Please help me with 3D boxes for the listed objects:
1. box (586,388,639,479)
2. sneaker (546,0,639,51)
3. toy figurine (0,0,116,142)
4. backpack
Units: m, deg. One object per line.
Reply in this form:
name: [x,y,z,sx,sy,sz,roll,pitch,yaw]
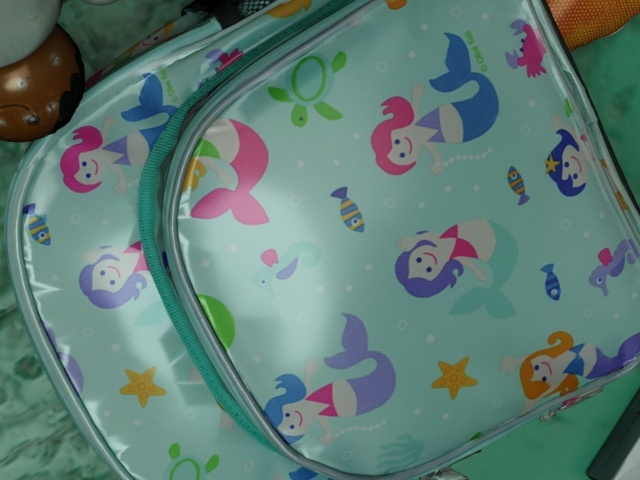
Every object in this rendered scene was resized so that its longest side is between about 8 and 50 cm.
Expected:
box: [0.246,0.108,0.736,0.186,0.038,0.145,35,85,-8]
sneaker: [0.162,-0.150,0.711,0.175,0.067,0.064,-36,96,-6]
toy figurine: [-0.121,-0.154,0.568,0.209,0.148,0.213,32,65,25]
backpack: [0.000,0.000,0.629,0.253,0.191,0.225,-26,101,-3]
